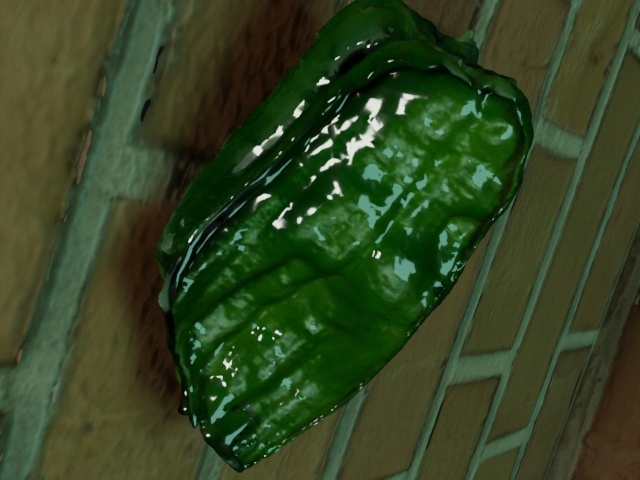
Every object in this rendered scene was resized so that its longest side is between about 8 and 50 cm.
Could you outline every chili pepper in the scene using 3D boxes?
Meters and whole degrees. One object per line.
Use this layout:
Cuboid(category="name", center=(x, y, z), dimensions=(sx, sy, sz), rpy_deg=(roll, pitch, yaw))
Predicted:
Cuboid(category="chili pepper", center=(-0.006, -0.006, 0.843), dimensions=(0.385, 0.213, 0.167), rpy_deg=(-54, -160, 13))
